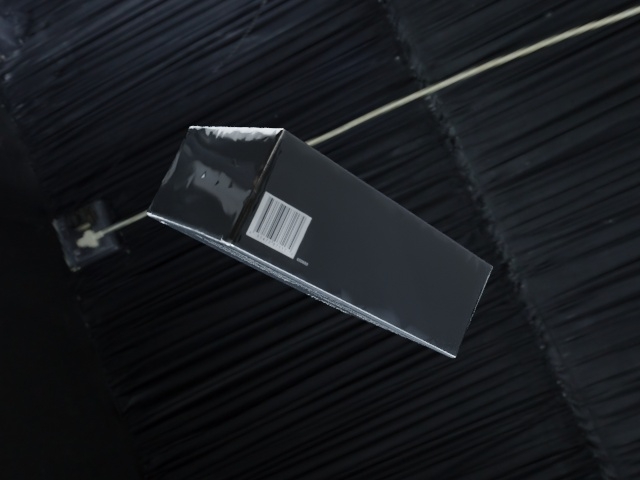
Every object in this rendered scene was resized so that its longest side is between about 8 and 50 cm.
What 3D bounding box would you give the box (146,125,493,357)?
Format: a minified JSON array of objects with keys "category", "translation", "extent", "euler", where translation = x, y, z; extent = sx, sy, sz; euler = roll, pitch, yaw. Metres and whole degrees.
[{"category":"box","translation":[0.000,0.000,0.614],"extent":[0.261,0.103,0.184],"euler":[29,170,-34]}]
